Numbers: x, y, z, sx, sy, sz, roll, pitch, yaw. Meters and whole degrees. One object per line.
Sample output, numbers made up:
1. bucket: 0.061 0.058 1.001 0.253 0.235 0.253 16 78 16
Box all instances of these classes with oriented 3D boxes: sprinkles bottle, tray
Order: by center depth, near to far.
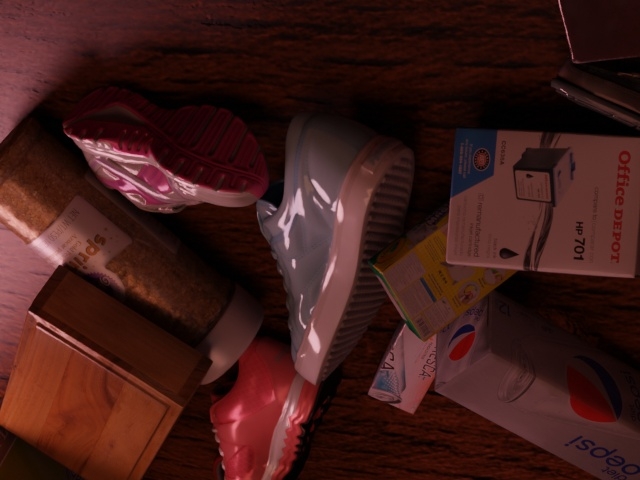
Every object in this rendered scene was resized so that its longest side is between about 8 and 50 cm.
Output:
1. sprinkles bottle: -0.231 0.014 1.891 0.355 0.121 0.121 40 132 -15
2. tray: -0.272 0.188 1.999 0.203 0.076 0.411 32 151 0

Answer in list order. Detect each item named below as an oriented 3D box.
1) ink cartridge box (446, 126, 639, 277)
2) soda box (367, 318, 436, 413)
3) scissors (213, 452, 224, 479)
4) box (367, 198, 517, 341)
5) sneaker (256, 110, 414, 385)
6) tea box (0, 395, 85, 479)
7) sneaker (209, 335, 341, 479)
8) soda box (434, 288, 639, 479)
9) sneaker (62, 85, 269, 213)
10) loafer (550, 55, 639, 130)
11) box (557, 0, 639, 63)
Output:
1. ink cartridge box: 0.229 -0.038 1.635 0.190 0.082 0.140 4 91 22
2. soda box: 0.115 0.115 1.888 0.063 0.058 0.183 24 134 0
3. scissors: -0.070 0.389 2.238 0.109 0.021 0.297 1 131 17
4. box: 0.148 0.011 1.740 0.179 0.043 0.105 -35 119 -7
5. sneaker: 0.000 0.000 1.803 0.150 0.135 0.366 33 136 19
6. tea box: -0.416 0.445 2.204 0.323 0.329 0.220 44 132 -17
7. sneaker: -0.080 0.235 2.054 0.136 0.116 0.314 30 126 10
8. soda box: 0.263 0.167 1.812 0.286 0.091 0.098 30 134 -24
9. sneaker: -0.154 -0.083 1.781 0.252 0.103 0.111 21 148 32
10. loafer: 0.353 -0.129 1.572 0.267 0.096 0.084 22 98 -2
11. box: 0.269 -0.343 1.364 0.191 0.143 0.381 -3 127 23
